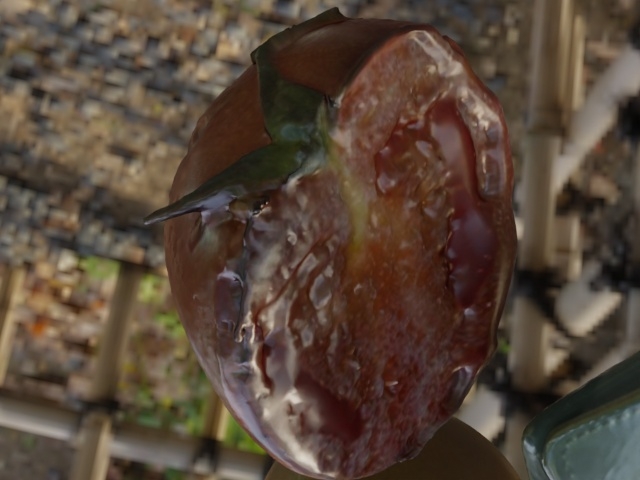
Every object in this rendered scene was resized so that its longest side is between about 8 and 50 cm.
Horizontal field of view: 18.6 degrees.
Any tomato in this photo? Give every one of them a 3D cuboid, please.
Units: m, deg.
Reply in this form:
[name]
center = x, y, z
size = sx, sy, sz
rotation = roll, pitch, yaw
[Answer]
[tomato]
center = -0.005, -0.003, 1.329
size = 0.170, 0.309, 0.309
rotation = 22, 161, 42

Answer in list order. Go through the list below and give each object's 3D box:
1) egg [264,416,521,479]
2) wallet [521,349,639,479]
[egg]
center = 0.069, 0.298, 1.883
size = 0.283, 0.282, 0.351
rotation = 17, -175, -12
[wallet]
center = 0.266, 0.210, 1.347
size = 0.252, 0.083, 0.360
rotation = -30, 125, -16
